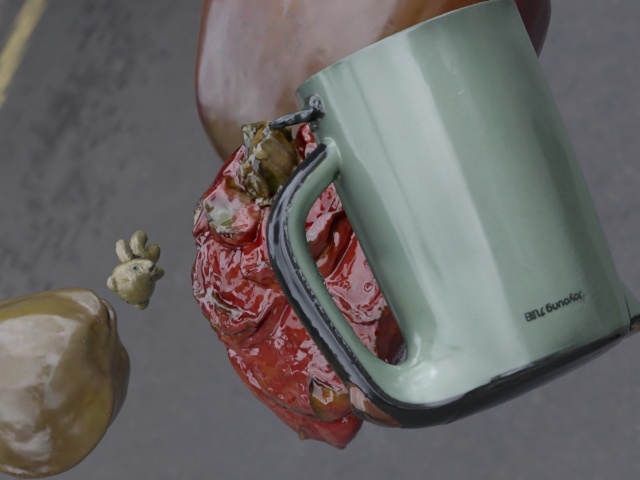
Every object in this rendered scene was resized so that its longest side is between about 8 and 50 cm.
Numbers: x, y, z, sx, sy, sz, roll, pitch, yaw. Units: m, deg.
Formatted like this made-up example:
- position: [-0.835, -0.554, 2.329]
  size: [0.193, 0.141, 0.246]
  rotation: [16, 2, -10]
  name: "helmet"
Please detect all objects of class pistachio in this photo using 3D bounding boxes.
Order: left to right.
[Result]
- position: [-0.335, 0.163, 2.162]
  size: [0.260, 0.163, 0.213]
  rotation: [-10, 60, 32]
  name: "pistachio"

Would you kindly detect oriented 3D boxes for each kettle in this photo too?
- position: [0.079, -0.009, 1.314]
  size: [0.255, 0.240, 0.165]
  rotation: [68, 161, 1]
  name: "kettle"

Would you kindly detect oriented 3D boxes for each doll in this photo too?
- position: [-0.191, 0.028, 1.982]
  size: [0.051, 0.061, 0.093]
  rotation: [-46, 20, 11]
  name: "doll"

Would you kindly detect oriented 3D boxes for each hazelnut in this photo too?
- position: [0.038, -0.203, 1.838]
  size: [0.366, 0.366, 0.366]
  rotation: [-31, 43, 35]
  name: "hazelnut"

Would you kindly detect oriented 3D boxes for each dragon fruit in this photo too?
- position: [0.000, 0.000, 1.573]
  size: [0.152, 0.205, 0.317]
  rotation: [151, 143, -86]
  name: "dragon fruit"

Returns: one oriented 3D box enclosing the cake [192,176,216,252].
- position: [-0.072, -0.056, 2.148]
  size: [0.246, 0.135, 0.112]
  rotation: [-23, 59, 25]
  name: "cake"
